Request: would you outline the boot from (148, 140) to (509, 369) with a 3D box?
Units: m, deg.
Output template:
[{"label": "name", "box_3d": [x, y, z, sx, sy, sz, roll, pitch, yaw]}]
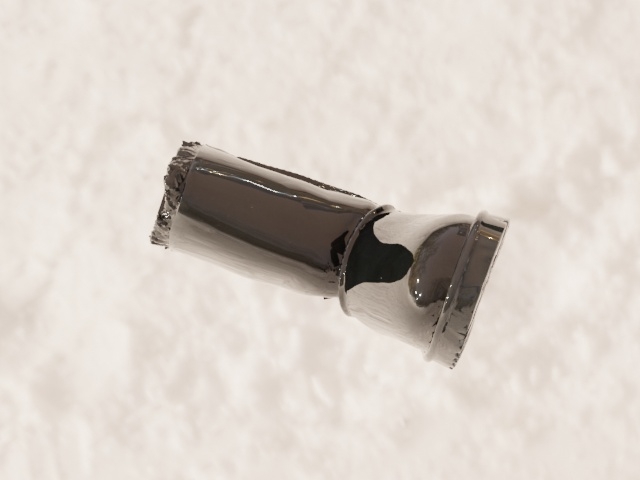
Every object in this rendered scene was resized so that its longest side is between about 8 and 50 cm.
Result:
[{"label": "boot", "box_3d": [0.000, -0.001, 0.552, 0.099, 0.121, 0.045, 22, 86, 1]}]
